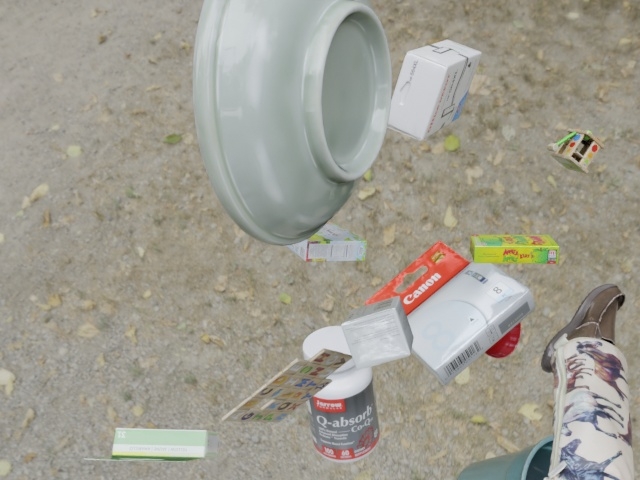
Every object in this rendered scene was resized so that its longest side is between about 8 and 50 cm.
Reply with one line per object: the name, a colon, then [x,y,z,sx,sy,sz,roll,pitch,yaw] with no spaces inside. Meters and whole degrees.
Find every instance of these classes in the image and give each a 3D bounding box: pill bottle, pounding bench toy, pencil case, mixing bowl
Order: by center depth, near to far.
pounding bench toy: [0.454,-0.172,0.997,0.065,0.083,0.052,-59,25,6]
pencil case: [0.562,0.401,1.176,0.183,0.160,0.410,33,48,-10]
mixing bowl: [0.467,0.241,1.575,0.181,0.098,0.182,5,80,-26]
pill bottle: [0.056,0.449,1.633,0.210,0.363,0.210,-8,24,3]

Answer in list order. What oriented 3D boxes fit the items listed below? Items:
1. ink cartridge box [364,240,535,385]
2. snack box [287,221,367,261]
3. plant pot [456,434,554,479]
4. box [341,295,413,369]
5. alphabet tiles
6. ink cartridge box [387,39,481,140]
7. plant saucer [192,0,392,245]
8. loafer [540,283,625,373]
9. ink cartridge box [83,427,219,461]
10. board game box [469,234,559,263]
ink cartridge box: [0.317,0.154,1.484,0.308,0.091,0.385,-39,40,-6]
snack box: [0.000,0.000,0.902,0.100,0.037,0.141,1,13,-23]
plant pot: [0.545,0.702,1.459,0.341,0.334,0.341,11,64,-22]
box: [0.102,0.160,0.973,0.101,0.101,0.087,-19,92,14]
alphabet tiles: [-0.052,0.292,1.102,0.237,0.198,0.009,-40,58,13]
ink cartridge box: [0.222,-0.295,1.081,0.085,0.148,0.203,28,37,20]
plant saucer: [0.006,-0.185,0.703,0.100,0.400,0.401,10,60,28]
loafer: [0.772,0.269,1.574,0.366,0.134,0.130,-40,48,-23]
ink cartridge box: [-0.287,0.363,0.987,0.171,0.235,0.056,0,68,2]
board game box: [0.443,0.019,1.281,0.181,0.043,0.092,0,16,9]
